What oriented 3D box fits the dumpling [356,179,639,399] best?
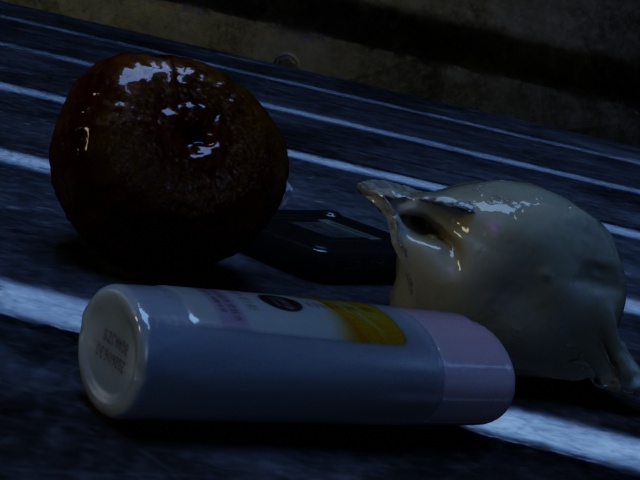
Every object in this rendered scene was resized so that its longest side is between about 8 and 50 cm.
[{"bbox_3d":[0.103,0.022,0.861,0.199,0.118,0.136,39,-1,-3],"label":"dumpling"}]

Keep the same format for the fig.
[{"bbox_3d":[-0.116,-0.042,0.969,0.146,0.134,0.201,38,-20,-17],"label":"fig"}]

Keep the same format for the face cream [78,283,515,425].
[{"bbox_3d":[-0.008,0.054,0.692,0.198,0.057,0.084,4,14,-35],"label":"face cream"}]

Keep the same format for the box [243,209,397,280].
[{"bbox_3d":[0.000,0.000,1.064,0.125,0.027,0.126,1,15,-45],"label":"box"}]

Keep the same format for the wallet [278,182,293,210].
[{"bbox_3d":[-0.115,-0.055,1.203,0.190,0.033,0.095,11,12,-2],"label":"wallet"}]
